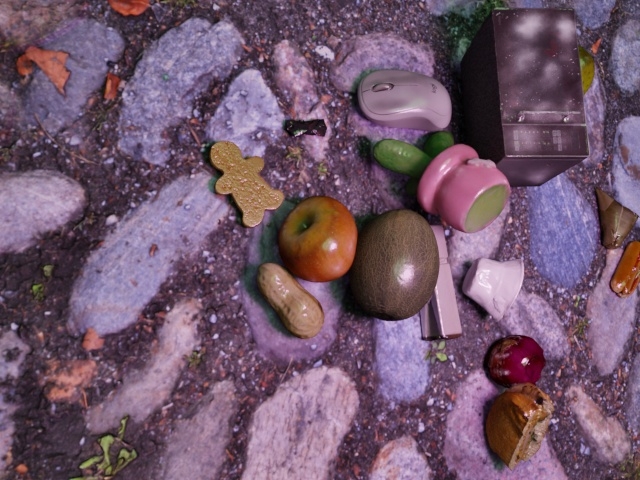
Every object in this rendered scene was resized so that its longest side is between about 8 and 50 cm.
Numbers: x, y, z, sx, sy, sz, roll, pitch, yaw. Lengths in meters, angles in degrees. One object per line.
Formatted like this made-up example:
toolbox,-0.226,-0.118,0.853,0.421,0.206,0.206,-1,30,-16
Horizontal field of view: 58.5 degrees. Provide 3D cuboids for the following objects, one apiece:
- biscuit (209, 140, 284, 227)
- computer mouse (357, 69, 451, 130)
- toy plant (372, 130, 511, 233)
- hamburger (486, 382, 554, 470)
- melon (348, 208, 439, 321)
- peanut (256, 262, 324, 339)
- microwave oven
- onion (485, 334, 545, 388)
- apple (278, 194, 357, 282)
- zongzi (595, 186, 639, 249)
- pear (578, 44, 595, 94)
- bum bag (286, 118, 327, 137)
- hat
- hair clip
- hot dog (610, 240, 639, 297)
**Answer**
biscuit,-0.207,-0.157,1.514,0.158,0.035,0.240,-37,96,-24
computer mouse,0.260,-0.415,1.673,0.297,0.121,0.184,11,65,-18
toy plant,0.358,-0.183,1.600,0.317,0.356,0.210,-15,128,-33
hamburger,0.563,0.504,1.622,0.144,0.156,0.282,-10,126,-19
melon,0.198,0.062,1.528,0.238,0.237,0.301,20,69,-17
peanut,-0.078,0.151,1.470,0.110,0.120,0.236,-33,103,16
microwave oven,0.579,-0.401,1.680,0.237,0.374,0.431,-1,80,-3
onion,0.603,0.380,1.692,0.173,0.135,0.198,-43,100,-18
apple,0.000,0.000,1.481,0.173,0.211,0.234,44,57,-38
zongzi,0.975,-0.073,1.946,0.176,0.078,0.160,39,70,-1
pear,0.773,-0.541,1.848,0.160,0.292,0.292,-6,84,-13
bum bag,-0.036,-0.316,1.605,0.125,0.034,0.057,-7,75,-23
hat,0.499,0.125,1.688,0.126,0.203,0.203,24,73,3
hair clip,0.328,0.121,1.647,0.085,0.101,0.330,-5,82,-18
hot dog,1.069,0.092,1.960,0.092,0.062,0.235,35,70,-9
